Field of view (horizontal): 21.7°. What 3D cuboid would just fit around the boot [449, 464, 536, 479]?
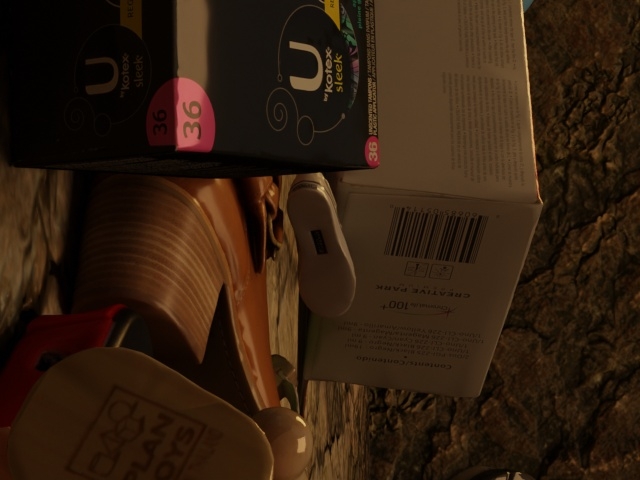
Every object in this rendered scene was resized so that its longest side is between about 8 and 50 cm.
[{"bbox_3d":[0.019,0.282,1.143,0.222,0.118,0.338,26,-80,52],"label":"boot"}]

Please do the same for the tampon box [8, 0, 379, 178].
[{"bbox_3d":[-0.057,-0.093,0.796,0.161,0.101,0.121,0,87,-56],"label":"tampon box"}]

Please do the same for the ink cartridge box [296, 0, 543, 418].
[{"bbox_3d":[0.059,-0.055,1.191,0.272,0.130,0.309,101,-7,-49],"label":"ink cartridge box"}]

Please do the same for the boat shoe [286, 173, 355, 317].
[{"bbox_3d":[0.000,0.000,0.996,0.035,0.035,0.100,-83,162,-52],"label":"boat shoe"}]

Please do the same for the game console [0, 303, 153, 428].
[{"bbox_3d":[-0.112,0.241,0.683,0.386,0.060,0.342,-76,163,-66],"label":"game console"}]

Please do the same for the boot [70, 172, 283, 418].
[{"bbox_3d":[-0.064,0.027,0.988,0.283,0.109,0.220,64,28,-44],"label":"boot"}]

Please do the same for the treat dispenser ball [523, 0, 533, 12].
[{"bbox_3d":[0.078,-0.303,1.541,0.288,0.288,0.288,-2,90,-84],"label":"treat dispenser ball"}]

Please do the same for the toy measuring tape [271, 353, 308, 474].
[{"bbox_3d":[-0.052,0.237,1.069,0.121,0.121,0.330,75,7,-66],"label":"toy measuring tape"}]

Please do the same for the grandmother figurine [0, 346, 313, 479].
[{"bbox_3d":[-0.053,0.155,0.596,0.208,0.104,0.342,-56,163,-24],"label":"grandmother figurine"}]
